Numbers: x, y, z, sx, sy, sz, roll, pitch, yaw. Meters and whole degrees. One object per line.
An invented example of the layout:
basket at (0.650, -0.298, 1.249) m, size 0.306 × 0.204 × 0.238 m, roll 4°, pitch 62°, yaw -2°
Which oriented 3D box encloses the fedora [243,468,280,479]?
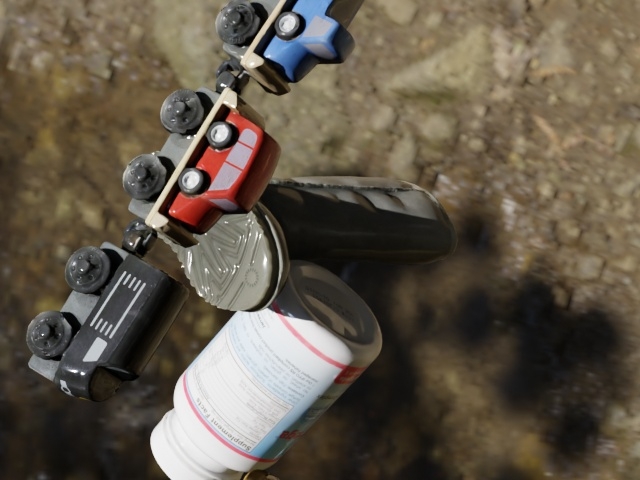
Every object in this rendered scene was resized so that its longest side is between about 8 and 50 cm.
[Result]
fedora at (-0.024, 0.210, 0.865) m, size 0.079 × 0.194 × 0.194 m, roll -22°, pitch 68°, yaw 8°

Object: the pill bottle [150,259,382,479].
pill bottle at (-0.040, 0.095, 1.132) m, size 0.160 × 0.087 × 0.087 m, roll -48°, pitch 58°, yaw 24°

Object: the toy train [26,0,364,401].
toy train at (-0.031, -0.023, 0.498) m, size 0.036 × 0.027 × 0.158 m, roll 28°, pitch 83°, yaw 26°

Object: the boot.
boot at (0.001, -0.002, 1.134) m, size 0.189 × 0.208 × 0.076 m, roll 48°, pitch 118°, yaw 51°
